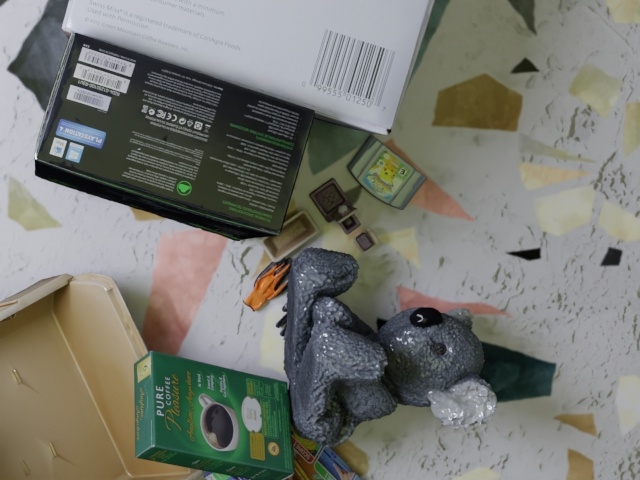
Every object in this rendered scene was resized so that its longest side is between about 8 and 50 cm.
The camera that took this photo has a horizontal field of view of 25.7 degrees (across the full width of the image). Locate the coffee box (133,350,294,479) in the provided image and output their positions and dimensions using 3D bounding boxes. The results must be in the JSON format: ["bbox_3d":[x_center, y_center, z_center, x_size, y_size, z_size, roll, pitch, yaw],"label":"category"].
[{"bbox_3d":[-0.114,0.191,1.507,0.184,0.040,0.113,16,55,-35],"label":"coffee box"}]

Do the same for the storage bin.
[{"bbox_3d":[-0.297,0.197,1.467,0.262,0.123,0.260,-32,103,-44],"label":"storage bin"}]

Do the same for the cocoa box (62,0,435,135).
[{"bbox_3d":[-0.073,-0.268,1.462,0.347,0.228,0.231,16,92,-10],"label":"cocoa box"}]

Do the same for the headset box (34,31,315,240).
[{"bbox_3d":[-0.161,-0.097,1.444,0.246,0.283,0.131,18,86,-11],"label":"headset box"}]

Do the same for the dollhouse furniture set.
[{"bbox_3d":[0.000,0.000,1.578,0.114,0.081,0.091,-35,100,-3],"label":"dollhouse furniture set"}]

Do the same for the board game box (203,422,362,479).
[{"bbox_3d":[-0.025,0.284,1.587,0.201,0.136,0.035,47,132,-10],"label":"board game box"}]

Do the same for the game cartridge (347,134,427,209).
[{"bbox_3d":[0.075,-0.075,1.615,0.083,0.017,0.056,36,94,-10],"label":"game cartridge"}]

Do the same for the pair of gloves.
[{"bbox_3d":[-0.040,0.066,1.616,0.083,0.010,0.074,42,88,-13],"label":"pair of gloves"}]

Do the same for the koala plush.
[{"bbox_3d":[0.079,0.132,1.559,0.221,0.196,0.203,-2,128,-12],"label":"koala plush"}]
